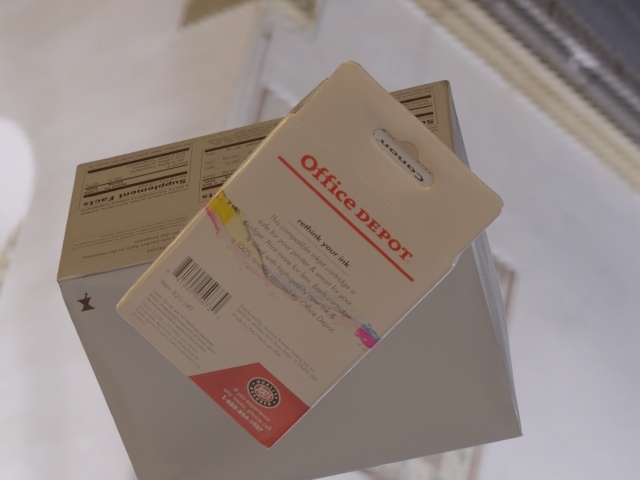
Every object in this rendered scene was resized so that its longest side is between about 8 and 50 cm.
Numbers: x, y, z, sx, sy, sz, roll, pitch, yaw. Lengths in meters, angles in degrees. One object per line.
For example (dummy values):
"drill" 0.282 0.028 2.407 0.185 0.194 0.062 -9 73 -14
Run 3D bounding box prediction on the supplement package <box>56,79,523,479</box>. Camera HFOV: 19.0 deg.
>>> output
"supplement package" -0.016 0.039 1.275 0.261 0.145 0.204 -12 -57 8

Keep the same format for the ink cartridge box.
"ink cartridge box" 0.000 0.000 1.000 0.115 0.067 0.198 43 -63 -3
